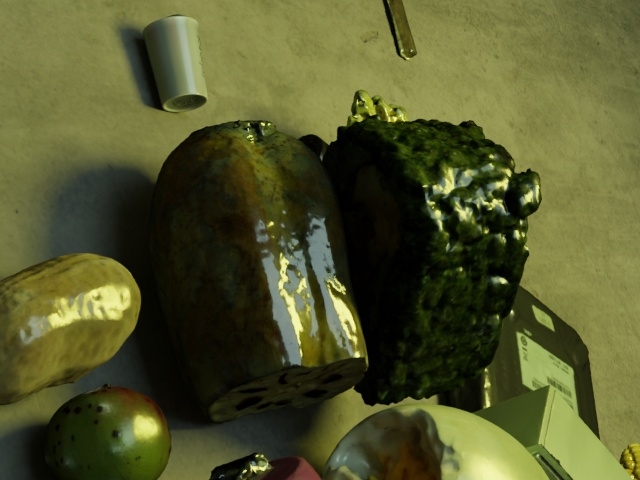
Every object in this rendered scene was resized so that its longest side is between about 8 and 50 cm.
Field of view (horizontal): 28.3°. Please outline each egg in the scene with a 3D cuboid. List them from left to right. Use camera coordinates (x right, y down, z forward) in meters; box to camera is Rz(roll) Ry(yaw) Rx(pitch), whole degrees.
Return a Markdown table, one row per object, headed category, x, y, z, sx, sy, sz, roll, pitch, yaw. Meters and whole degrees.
| category | x | y | z | sx | sy | sz | roll | pitch | yaw |
| --- | --- | --- | --- | --- | --- | --- | --- | --- | --- |
| egg | 0.164 | 0.360 | 1.548 | 0.336 | 0.278 | 0.278 | 41 | 40 | -34 |

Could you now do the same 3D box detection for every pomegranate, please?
| category | x | y | z | sx | sy | sz | roll | pitch | yaw |
| --- | --- | --- | --- | --- | --- | --- | --- | --- | --- |
| pomegranate | -0.208 | 0.226 | 1.295 | 0.129 | 0.129 | 0.159 | -32 | 101 | -55 |

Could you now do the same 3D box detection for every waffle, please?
| category | x | y | z | sx | sy | sz | roll | pitch | yaw |
| --- | --- | --- | --- | --- | --- | --- | --- | --- | --- |
| waffle | 0.095 | -0.091 | 1.791 | 0.204 | 0.054 | 0.223 | 29 | 61 | -39 |

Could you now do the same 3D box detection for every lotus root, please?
| category | x | y | z | sx | sy | sz | roll | pitch | yaw |
| --- | --- | --- | --- | --- | --- | --- | --- | --- | --- |
| lotus root | -0.081 | 0.026 | 1.489 | 0.250 | 0.250 | 0.346 | 6 | 68 | -50 |

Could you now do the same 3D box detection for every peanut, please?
| category | x | y | z | sx | sy | sz | roll | pitch | yaw |
| --- | --- | --- | --- | --- | --- | --- | --- | --- | --- |
| peanut | -0.283 | 0.090 | 1.293 | 0.224 | 0.129 | 0.129 | -22 | 86 | -46 |

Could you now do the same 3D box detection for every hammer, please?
| category | x | y | z | sx | sy | sz | roll | pitch | yaw |
| --- | --- | --- | --- | --- | --- | --- | --- | --- | --- |
| hammer | 0.120 | -0.455 | 2.245 | 0.125 | 0.027 | 0.297 | 7 | 62 | -44 |

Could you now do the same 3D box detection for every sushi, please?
| category | x | y | z | sx | sy | sz | roll | pitch | yaw |
| --- | --- | --- | --- | --- | --- | --- | --- | --- | --- |
| sushi | 0.103 | 0.011 | 1.562 | 0.178 | 0.352 | 0.294 | -7 | 39 | -27 |

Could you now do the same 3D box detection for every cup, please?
| category | x | y | z | sx | sy | sz | roll | pitch | yaw |
| --- | --- | --- | --- | --- | --- | --- | --- | --- | --- |
| cup | -0.185 | -0.230 | 1.683 | 0.104 | 0.074 | 0.116 | 44 | 32 | -74 |

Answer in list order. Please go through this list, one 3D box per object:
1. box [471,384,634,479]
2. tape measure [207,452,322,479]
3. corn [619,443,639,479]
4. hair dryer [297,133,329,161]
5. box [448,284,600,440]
| category | x | y | z | sx | sy | sz | roll | pitch | yaw |
| --- | --- | --- | --- | --- | --- | --- | --- | --- | --- |
| box | 0.282 | 0.345 | 1.750 | 0.225 | 0.225 | 0.117 | 47 | 38 | -20 |
| tape measure | -0.096 | 0.320 | 1.289 | 0.149 | 0.231 | 0.245 | 61 | 31 | -2 |
| corn | 0.546 | 0.501 | 2.073 | 0.130 | 0.130 | 0.347 | 33 | 41 | -36 |
| hair dryer | 0.000 | 0.000 | 1.757 | 0.135 | 0.090 | 0.278 | 36 | 49 | -36 |
| box | 0.326 | 0.232 | 2.000 | 0.359 | 0.091 | 0.350 | 34 | 44 | -38 |
